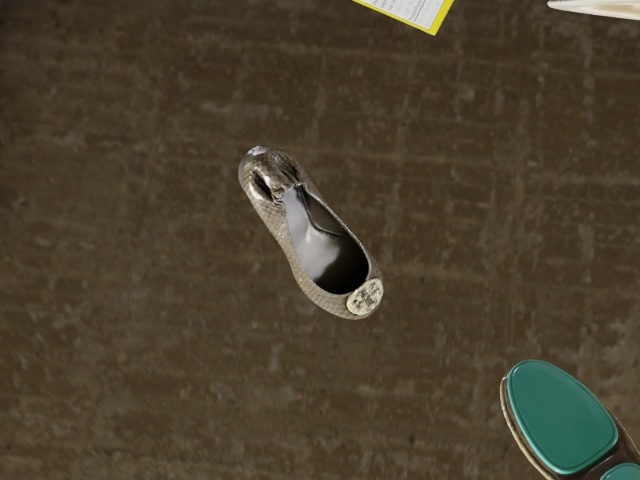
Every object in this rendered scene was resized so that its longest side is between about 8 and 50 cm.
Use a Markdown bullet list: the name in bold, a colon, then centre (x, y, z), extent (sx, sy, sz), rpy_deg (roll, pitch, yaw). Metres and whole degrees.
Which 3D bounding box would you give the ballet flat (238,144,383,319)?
- **ballet flat**: centre (0.000, 0.000, 1.199), extent (0.084, 0.250, 0.058), rpy_deg (-44, -144, -14)

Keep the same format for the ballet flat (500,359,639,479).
- **ballet flat**: centre (0.189, 0.164, 0.776), extent (0.073, 0.067, 0.206), rpy_deg (-24, -138, -14)

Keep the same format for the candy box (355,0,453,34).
- **candy box**: centre (0.058, -0.213, 0.650), extent (0.105, 0.206, 0.027), rpy_deg (24, -131, -4)

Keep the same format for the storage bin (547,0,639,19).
- **storage bin**: centre (0.213, -0.228, 0.490), extent (0.123, 0.260, 0.262), rpy_deg (5, -83, -14)
